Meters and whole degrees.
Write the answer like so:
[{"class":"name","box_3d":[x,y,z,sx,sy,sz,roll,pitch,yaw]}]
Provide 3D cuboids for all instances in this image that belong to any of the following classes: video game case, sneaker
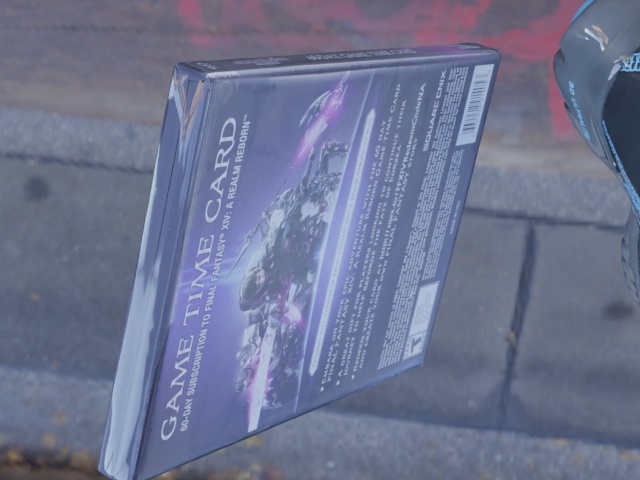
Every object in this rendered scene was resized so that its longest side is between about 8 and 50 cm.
[{"class":"video game case","box_3d":[0.000,0.000,0.774,0.026,0.274,0.196,23,110,29]},{"class":"sneaker","box_3d":[0.220,0.010,0.764,0.125,0.139,0.341,-36,138,9]}]
